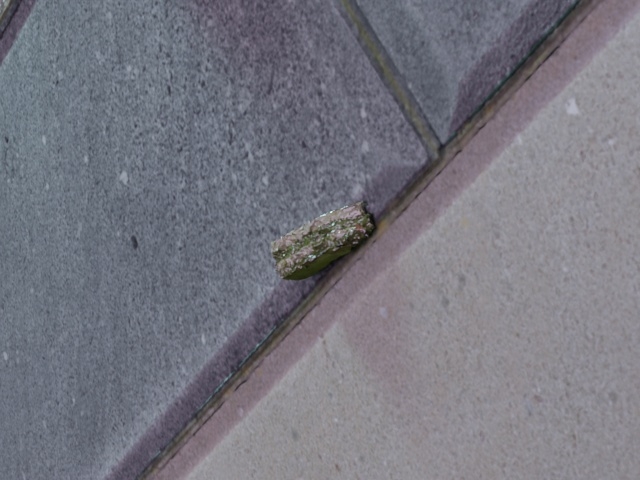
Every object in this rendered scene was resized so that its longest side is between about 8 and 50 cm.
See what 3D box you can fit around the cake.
[{"bbox_3d":[0.000,0.000,1.694,0.140,0.055,0.051,-34,66,44],"label":"cake"}]
